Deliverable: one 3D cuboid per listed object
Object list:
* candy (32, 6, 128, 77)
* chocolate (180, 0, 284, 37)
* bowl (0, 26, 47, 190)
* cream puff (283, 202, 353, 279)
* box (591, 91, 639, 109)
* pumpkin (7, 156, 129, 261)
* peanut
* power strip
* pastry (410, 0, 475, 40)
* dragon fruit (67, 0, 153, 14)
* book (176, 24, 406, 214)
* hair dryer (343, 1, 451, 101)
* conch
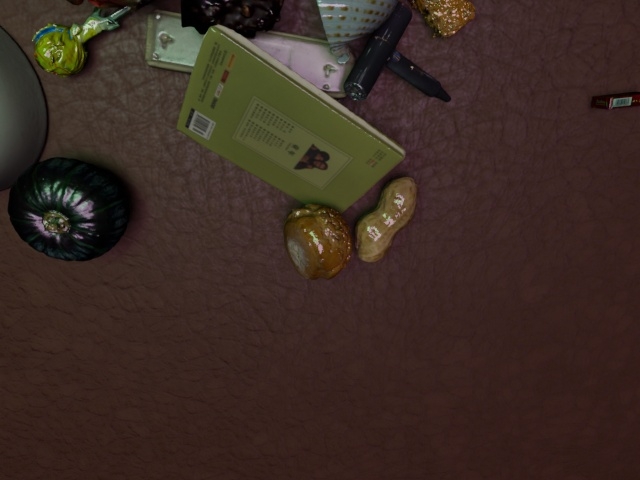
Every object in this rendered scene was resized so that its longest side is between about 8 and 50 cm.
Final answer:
[{"bbox_3d":[-0.359,-0.363,0.666,0.262,0.073,0.077,-31,86,3],"label":"candy"},{"bbox_3d":[-0.120,-0.365,0.595,0.133,0.156,0.156,16,111,-19],"label":"chocolate"},{"bbox_3d":[-0.670,-0.218,0.642,0.354,0.185,0.353,-1,113,-2],"label":"bowl"},{"bbox_3d":[0.000,0.000,0.782,0.115,0.165,0.150,-28,88,-24],"label":"cream puff"},{"bbox_3d":[0.559,-0.259,0.744,0.082,0.051,0.023,-6,113,1],"label":"box"},{"bbox_3d":[-0.462,-0.054,0.743,0.202,0.140,0.201,0,114,0],"label":"pumpkin"},{"bbox_3d":[0.127,-0.042,0.801,0.089,0.089,0.192,29,104,-13],"label":"peanut"},{"bbox_3d":[-0.100,-0.312,0.694,0.388,0.066,0.092,9,106,-4],"label":"power strip"},{"bbox_3d":[0.192,-0.409,0.669,0.080,0.056,0.140,-35,116,19],"label":"pastry"},{"bbox_3d":[-0.296,-0.439,0.565,0.274,0.192,0.193,-18,133,6],"label":"dragon fruit"},{"bbox_3d":[-0.063,-0.176,0.699,0.352,0.035,0.239,29,143,-17],"label":"book"},{"bbox_3d":[0.149,-0.276,0.701,0.195,0.050,0.173,35,81,-26],"label":"hair dryer"},{"bbox_3d":[0.062,-0.386,0.603,0.131,0.172,0.199,-8,101,13],"label":"conch"}]
